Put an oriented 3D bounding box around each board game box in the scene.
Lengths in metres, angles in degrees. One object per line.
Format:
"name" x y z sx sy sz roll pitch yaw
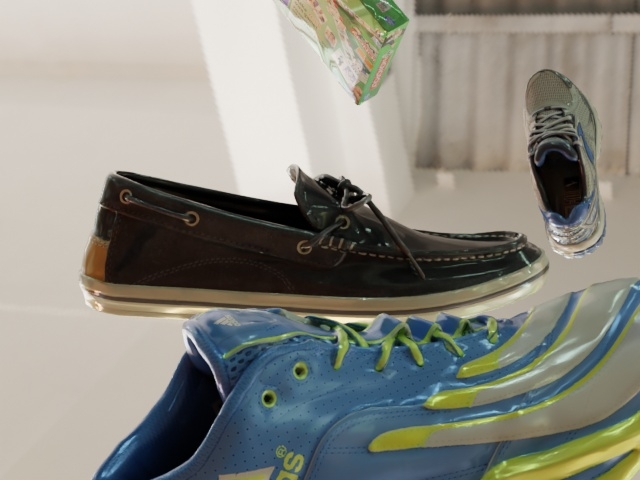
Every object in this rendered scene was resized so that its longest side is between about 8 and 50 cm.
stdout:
"board game box" -0.002 -0.383 1.766 0.317 0.046 0.213 53 -23 12

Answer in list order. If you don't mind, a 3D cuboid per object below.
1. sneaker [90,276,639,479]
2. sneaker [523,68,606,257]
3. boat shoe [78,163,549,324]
"sneaker" 0.026 0.061 0.412 0.126 0.240 0.091 61 -12 -28
"sneaker" 0.161 -0.060 0.771 0.052 0.135 0.058 -16 -24 19
"boat shoe" 0.000 0.000 1.218 0.500 0.187 0.156 2 -83 -6
